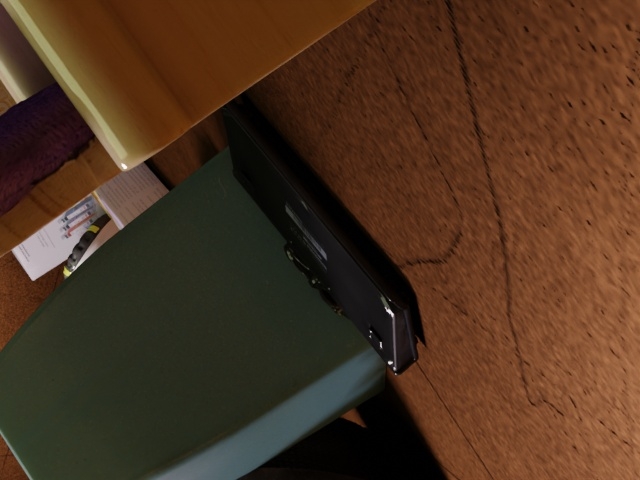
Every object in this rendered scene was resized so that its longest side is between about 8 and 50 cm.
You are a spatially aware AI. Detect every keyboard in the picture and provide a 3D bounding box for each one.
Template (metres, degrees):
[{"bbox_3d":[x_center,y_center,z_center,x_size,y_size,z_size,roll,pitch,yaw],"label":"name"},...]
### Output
[{"bbox_3d":[0.000,0.000,0.823,0.180,0.023,0.108,51,163,29],"label":"keyboard"}]

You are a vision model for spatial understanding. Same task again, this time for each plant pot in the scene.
[{"bbox_3d":[-0.098,0.083,0.936,0.166,0.234,0.165,54,170,16],"label":"plant pot"}]

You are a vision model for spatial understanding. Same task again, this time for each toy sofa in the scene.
[{"bbox_3d":[-0.118,-0.105,0.594,0.150,0.177,0.362,57,171,-10],"label":"toy sofa"}]

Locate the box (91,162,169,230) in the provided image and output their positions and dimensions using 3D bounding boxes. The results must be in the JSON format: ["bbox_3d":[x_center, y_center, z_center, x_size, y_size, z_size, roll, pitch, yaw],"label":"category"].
[{"bbox_3d":[-0.188,-0.030,1.492,0.324,0.067,0.063,44,165,47],"label":"box"}]

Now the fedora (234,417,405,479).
[{"bbox_3d":[-0.018,0.239,1.143,0.153,0.334,0.334,-91,-17,-45],"label":"fedora"}]

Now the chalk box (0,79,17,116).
[{"bbox_3d":[-0.334,-0.212,1.278,0.289,0.179,0.180,60,170,-18],"label":"chalk box"}]

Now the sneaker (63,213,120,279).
[{"bbox_3d":[-0.217,0.100,1.858,0.147,0.145,0.385,32,171,19],"label":"sneaker"}]

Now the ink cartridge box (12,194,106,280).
[{"bbox_3d":[-0.340,-0.067,1.778,0.128,0.176,0.127,48,165,34],"label":"ink cartridge box"}]
